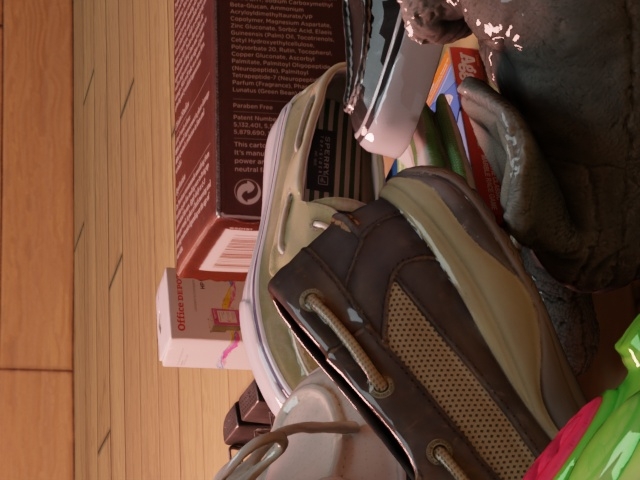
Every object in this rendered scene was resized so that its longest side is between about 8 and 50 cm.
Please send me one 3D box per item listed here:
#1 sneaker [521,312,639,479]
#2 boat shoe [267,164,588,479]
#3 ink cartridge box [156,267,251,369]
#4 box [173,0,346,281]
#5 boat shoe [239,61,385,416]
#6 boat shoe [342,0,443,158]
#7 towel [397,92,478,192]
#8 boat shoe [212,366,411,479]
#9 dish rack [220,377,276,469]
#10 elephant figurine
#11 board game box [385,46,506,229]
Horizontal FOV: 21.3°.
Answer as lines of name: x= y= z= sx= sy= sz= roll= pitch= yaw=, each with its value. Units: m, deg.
sneaker: x=0.186 y=0.111 z=0.603 sx=0.482 sy=0.202 sz=0.185 roll=-57 pitch=1 yaw=33
boat shoe: x=0.088 y=0.137 z=0.808 sx=0.355 sy=0.130 sz=0.132 roll=61 pitch=177 yaw=21
ink cartridge box: x=-0.098 y=0.078 z=1.688 sx=0.052 sy=0.122 sz=0.088 roll=111 pitch=156 yaw=-49
box: x=-0.054 y=-0.168 z=1.553 sx=0.191 sy=0.143 sz=0.381 roll=132 pitch=137 yaw=-67
boat shoe: x=0.000 y=0.000 z=1.280 sx=0.094 sy=0.109 sz=0.302 roll=120 pitch=152 yaw=-55
boat shoe: x=0.031 y=-0.205 z=1.063 sx=0.113 sy=0.105 sz=0.306 roll=147 pitch=132 yaw=-78
towel: x=0.073 y=0.097 z=1.069 sx=0.248 sy=0.038 sz=0.324 roll=-97 pitch=7 yaw=-66
boat shoe: x=-0.029 y=0.177 z=0.873 sx=0.136 sy=0.156 sz=0.367 roll=-48 pitch=24 yaw=32
dish rack: x=-0.013 y=0.221 z=1.411 sx=0.208 sy=0.074 sz=0.271 roll=126 pitch=142 yaw=-51
elephant figurine: x=0.141 y=-0.049 z=0.851 sx=0.169 sy=0.186 sz=0.239 roll=-11 pitch=86 yaw=30
board game box: x=0.073 y=0.001 z=1.260 sx=0.281 sy=0.027 sz=0.145 roll=114 pitch=153 yaw=-53
